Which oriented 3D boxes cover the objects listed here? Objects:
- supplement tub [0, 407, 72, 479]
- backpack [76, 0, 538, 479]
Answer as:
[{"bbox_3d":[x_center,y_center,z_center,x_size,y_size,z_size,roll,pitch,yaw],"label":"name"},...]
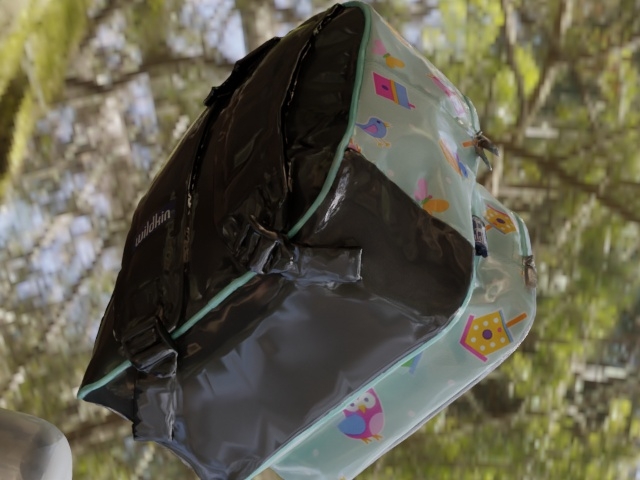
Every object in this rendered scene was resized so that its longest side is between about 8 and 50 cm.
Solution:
[{"bbox_3d":[-0.272,0.134,0.798,0.316,0.193,0.193,13,-126,-2],"label":"supplement tub"},{"bbox_3d":[0.000,0.000,0.811,0.144,0.166,0.188,33,-149,-23],"label":"backpack"}]
